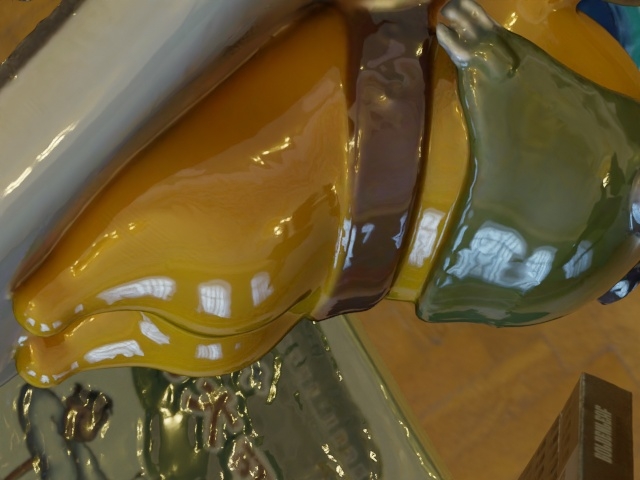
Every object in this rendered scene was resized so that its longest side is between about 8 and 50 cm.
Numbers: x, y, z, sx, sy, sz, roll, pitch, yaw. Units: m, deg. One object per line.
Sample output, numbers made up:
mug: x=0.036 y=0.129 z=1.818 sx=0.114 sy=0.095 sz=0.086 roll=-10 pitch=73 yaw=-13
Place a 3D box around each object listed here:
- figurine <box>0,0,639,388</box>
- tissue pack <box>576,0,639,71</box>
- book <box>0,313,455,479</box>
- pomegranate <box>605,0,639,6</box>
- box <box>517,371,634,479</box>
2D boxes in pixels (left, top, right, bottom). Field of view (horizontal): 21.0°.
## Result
figurine: x=0.000 y=0.000 z=0.454 sx=0.141 sy=0.166 sz=0.250 roll=41 pitch=68 yaw=9
tissue pack: x=0.149 y=-0.219 z=1.394 sx=0.388 sy=0.162 sz=0.287 roll=18 pitch=128 yaw=0
book: x=-0.120 y=0.157 z=1.072 sx=0.371 sy=0.043 sz=0.260 roll=-38 pitch=65 yaw=15
pomegranate: x=0.200 y=-0.198 z=1.015 sx=0.159 sy=0.129 sz=0.129 roll=7 pitch=93 yaw=-22
box: x=0.122 y=0.262 z=1.205 sx=0.047 sy=0.180 sz=0.325 roll=28 pitch=112 yaw=-1
